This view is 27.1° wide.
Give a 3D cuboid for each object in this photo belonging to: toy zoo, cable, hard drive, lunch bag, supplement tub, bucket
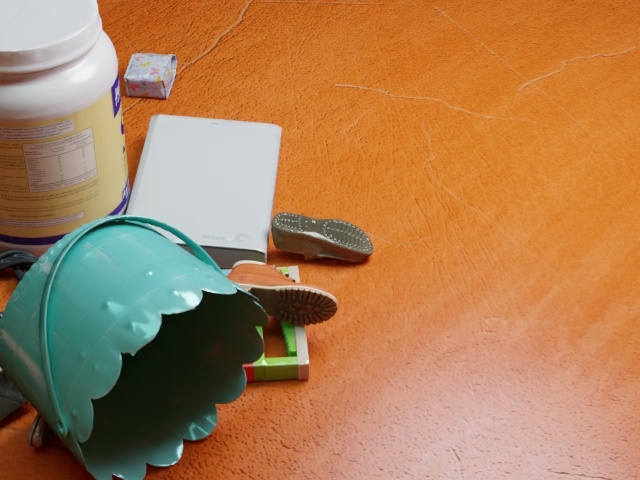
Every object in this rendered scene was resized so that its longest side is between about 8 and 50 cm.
[{"bbox_3d":[-0.167,0.110,1.715,0.293,0.030,0.192,-3,39,-5],"label":"toy zoo"},{"bbox_3d":[-0.428,0.081,1.743,0.150,0.047,0.184,8,37,0],"label":"cable"},{"bbox_3d":[-0.168,-0.076,1.931,0.203,0.040,0.308,5,38,0],"label":"hard drive"},{"bbox_3d":[-0.275,-0.273,2.169,0.071,0.053,0.083,3,49,7],"label":"lunch bag"},{"bbox_3d":[-0.390,-0.168,1.814,0.241,0.331,0.241,1,39,-1],"label":"supplement tub"},{"bbox_3d":[-0.216,0.116,1.504,0.183,0.281,0.281,36,50,25],"label":"bucket"}]

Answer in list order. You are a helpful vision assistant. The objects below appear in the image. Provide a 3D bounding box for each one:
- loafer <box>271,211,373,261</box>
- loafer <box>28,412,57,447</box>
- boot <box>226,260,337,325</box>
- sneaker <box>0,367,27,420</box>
[{"bbox_3d":[0.000,0.000,1.843,0.148,0.050,0.056,16,42,-6],"label":"loafer"},{"bbox_3d":[-0.307,0.201,1.592,0.039,0.045,0.125,16,38,8],"label":"loafer"},{"bbox_3d":[-0.051,0.061,1.710,0.157,0.059,0.085,7,35,9],"label":"boot"},{"bbox_3d":[-0.439,0.182,1.599,0.222,0.083,0.118,-29,34,-30],"label":"sneaker"}]
